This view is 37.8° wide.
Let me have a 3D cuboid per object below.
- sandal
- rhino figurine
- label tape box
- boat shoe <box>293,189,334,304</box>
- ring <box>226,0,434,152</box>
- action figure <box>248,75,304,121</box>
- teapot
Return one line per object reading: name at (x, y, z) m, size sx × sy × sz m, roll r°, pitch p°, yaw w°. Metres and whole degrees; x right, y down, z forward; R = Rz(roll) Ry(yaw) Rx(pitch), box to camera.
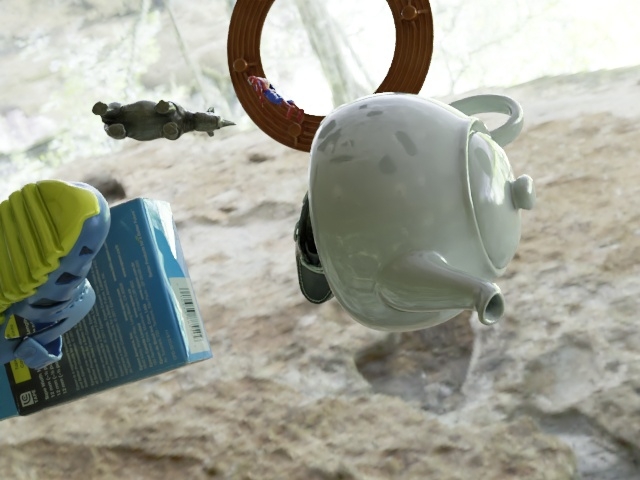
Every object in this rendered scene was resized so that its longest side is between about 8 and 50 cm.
sandal at (-0.304, 0.048, 1.012) m, size 0.138 × 0.126 × 0.317 m, roll 12°, pitch 140°, yaw -39°
rhino figurine at (-0.268, -0.208, 1.625) m, size 0.243 × 0.073 × 0.106 m, roll 0°, pitch -177°, yaw -7°
label tape box at (-0.363, 0.108, 1.390) m, size 0.348 × 0.249 × 0.115 m, roll -19°, pitch 174°, yaw 15°
boat shoe at (0.000, 0.000, 1.646) m, size 0.114 × 0.302 × 0.091 m, roll 14°, pitch -146°, yaw 14°
ring at (0.004, -0.296, 1.393) m, size 0.337 × 0.336 × 0.032 m, roll -13°, pitch 177°, yaw 22°
action figure at (-0.070, -0.209, 1.357) m, size 0.038 × 0.030 × 0.115 m, roll -1°, pitch -143°, yaw -45°
teapot at (0.115, -0.037, 0.909) m, size 0.187 × 0.255 × 0.252 m, roll -10°, pitch 171°, yaw 22°
